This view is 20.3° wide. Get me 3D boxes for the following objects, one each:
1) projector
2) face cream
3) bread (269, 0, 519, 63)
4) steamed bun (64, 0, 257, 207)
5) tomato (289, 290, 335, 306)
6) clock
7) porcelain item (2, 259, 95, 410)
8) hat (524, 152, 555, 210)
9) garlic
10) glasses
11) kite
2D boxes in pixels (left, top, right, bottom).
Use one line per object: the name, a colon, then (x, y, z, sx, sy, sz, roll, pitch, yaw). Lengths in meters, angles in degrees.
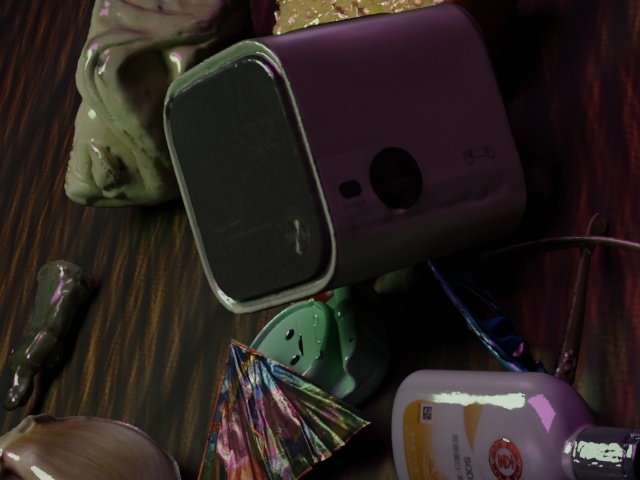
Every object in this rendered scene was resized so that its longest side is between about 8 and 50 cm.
projector: (0.022, -0.082, 1.774, 0.249, 0.249, 0.248, -15, -2, -34)
face cream: (0.176, 0.183, 1.524, 0.291, 0.071, 0.144, -1, 97, 51)
bread: (0.103, -0.235, 2.024, 0.340, 0.179, 0.194, -14, 47, 42)
steamed bun: (-0.190, -0.219, 2.339, 0.346, 0.237, 0.394, -101, 23, -79)
tomato: (0.000, 0.000, 1.982, 0.139, 0.091, 0.159, -2, 57, 54)
clock: (-0.022, 0.137, 1.885, 0.211, 0.066, 0.159, -39, 31, 20)
porcelain item: (-0.365, 0.130, 2.343, 0.081, 0.069, 0.216, -16, 43, 38)
hat: (0.219, -0.056, 1.813, 0.058, 0.042, 0.087, -28, 2, 20)
garlic: (-0.268, 0.288, 1.893, 0.292, 0.237, 0.210, 28, 88, 26)
glasses: (0.226, 0.058, 1.652, 0.207, 0.102, 0.239, -20, 30, -4)
kite: (-0.068, 0.204, 1.827, 0.321, 0.016, 0.234, -39, 58, 34)
